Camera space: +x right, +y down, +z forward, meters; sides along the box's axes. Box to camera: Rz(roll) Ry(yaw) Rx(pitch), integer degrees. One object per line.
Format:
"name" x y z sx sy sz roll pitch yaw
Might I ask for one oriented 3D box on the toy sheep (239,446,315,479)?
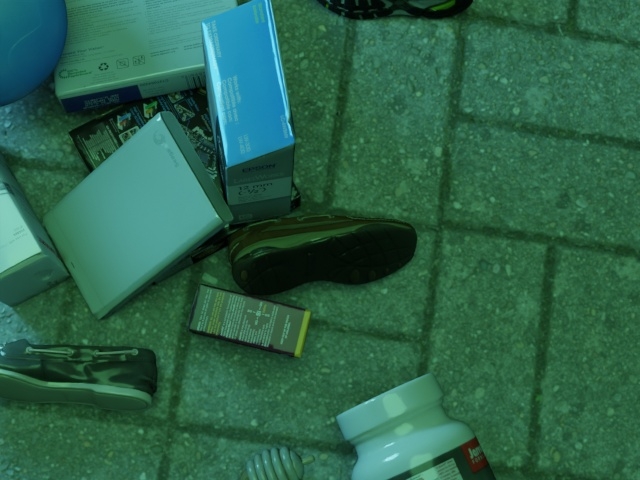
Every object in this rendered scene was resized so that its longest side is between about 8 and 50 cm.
"toy sheep" -0.070 0.373 1.685 0.132 0.091 0.091 -23 79 -3

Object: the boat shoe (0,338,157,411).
"boat shoe" -0.428 0.204 1.695 0.335 0.112 0.095 9 59 -7

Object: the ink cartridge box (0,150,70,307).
"ink cartridge box" -0.533 -0.050 1.686 0.117 0.207 0.283 -30 80 -8

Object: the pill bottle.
"pill bottle" 0.173 0.404 1.630 0.210 0.210 0.362 -23 80 -9

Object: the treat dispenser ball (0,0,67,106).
"treat dispenser ball" -0.547 -0.351 1.666 0.288 0.288 0.288 1 77 -4

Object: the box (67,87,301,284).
"box" -0.229 -0.121 1.795 0.293 0.073 0.295 -29 80 -11

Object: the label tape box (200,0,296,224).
"label tape box" -0.112 -0.204 1.598 0.115 0.347 0.249 -9 71 -5

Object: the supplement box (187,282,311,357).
"supplement box" -0.115 0.132 1.723 0.188 0.104 0.080 14 83 -1

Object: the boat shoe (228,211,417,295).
"boat shoe" 0.000 0.000 1.755 0.324 0.122 0.120 -6 39 -21

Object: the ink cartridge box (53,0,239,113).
"ink cartridge box" -0.303 -0.396 1.827 0.324 0.071 0.330 -11 62 0

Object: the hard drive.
"hard drive" -0.300 -0.035 1.691 0.307 0.040 0.203 -36 79 28

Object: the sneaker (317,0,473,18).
"sneaker" 0.121 -0.473 1.897 0.300 0.111 0.121 2 67 -9
